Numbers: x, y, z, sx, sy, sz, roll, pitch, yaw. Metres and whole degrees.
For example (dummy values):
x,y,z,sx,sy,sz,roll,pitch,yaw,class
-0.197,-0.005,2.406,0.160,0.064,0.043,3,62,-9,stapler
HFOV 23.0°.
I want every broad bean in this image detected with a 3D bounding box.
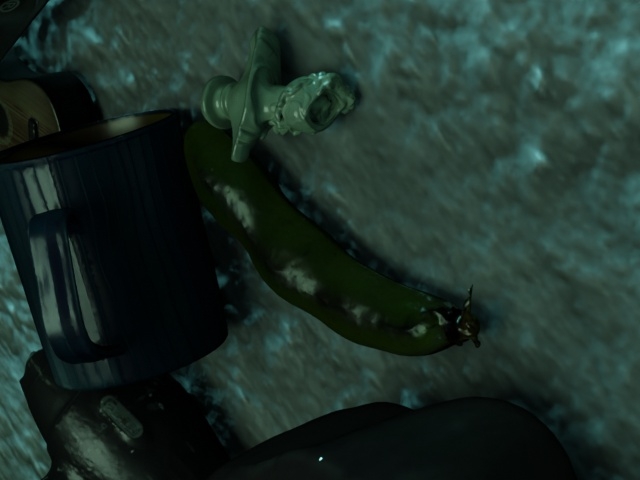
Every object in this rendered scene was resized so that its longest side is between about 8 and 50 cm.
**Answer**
x,y,z,sx,sy,sz,roll,pitch,yaw,class
0.000,0.005,0.828,0.227,0.039,0.069,31,123,35,broad bean

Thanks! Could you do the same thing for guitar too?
x,y,z,sx,sy,sz,roll,pitch,yaw,class
-0.240,-0.102,1.058,0.271,0.038,0.084,27,125,38,guitar

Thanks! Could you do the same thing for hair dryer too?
x,y,z,sx,sy,sz,roll,pitch,yaw,class
-0.156,0.207,0.944,0.235,0.271,0.091,44,166,16,hair dryer

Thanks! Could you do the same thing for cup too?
x,y,z,sx,sy,sz,roll,pitch,yaw,class
-0.131,0.011,0.896,0.113,0.150,0.138,-4,106,41,cup

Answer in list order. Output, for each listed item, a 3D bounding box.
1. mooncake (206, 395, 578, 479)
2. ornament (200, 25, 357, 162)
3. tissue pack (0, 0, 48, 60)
x,y,z,sx,sy,sz,roll,pitch,yaw,class
0.047,0.217,0.778,0.306,0.154,0.306,23,123,41,mooncake
-0.029,-0.074,0.823,0.092,0.041,0.068,43,113,45,ornament
-0.287,-0.188,0.913,0.370,0.198,0.210,-38,70,42,tissue pack
